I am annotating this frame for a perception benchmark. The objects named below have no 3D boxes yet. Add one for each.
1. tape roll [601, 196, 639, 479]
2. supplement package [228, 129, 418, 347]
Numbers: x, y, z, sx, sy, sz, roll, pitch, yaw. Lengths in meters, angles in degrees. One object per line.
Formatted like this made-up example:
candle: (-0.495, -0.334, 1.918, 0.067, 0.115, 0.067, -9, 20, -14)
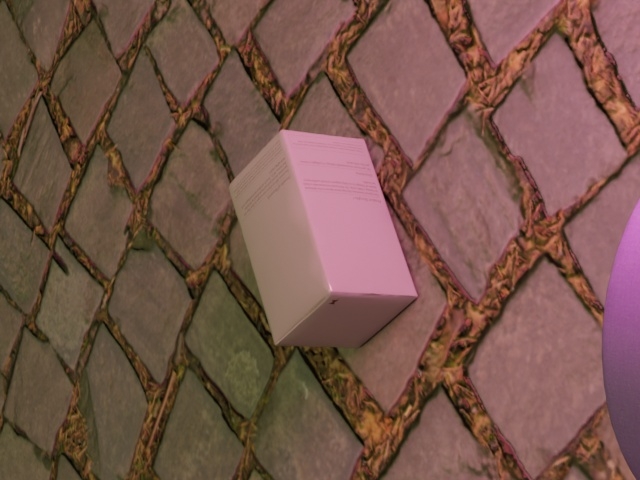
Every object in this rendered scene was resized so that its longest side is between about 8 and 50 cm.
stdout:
tape roll: (0.301, 0.055, 1.026, 0.090, 0.275, 0.274, 7, 92, 52)
supplement package: (0.000, 0.000, 1.569, 0.105, 0.105, 0.179, -43, 53, 41)
